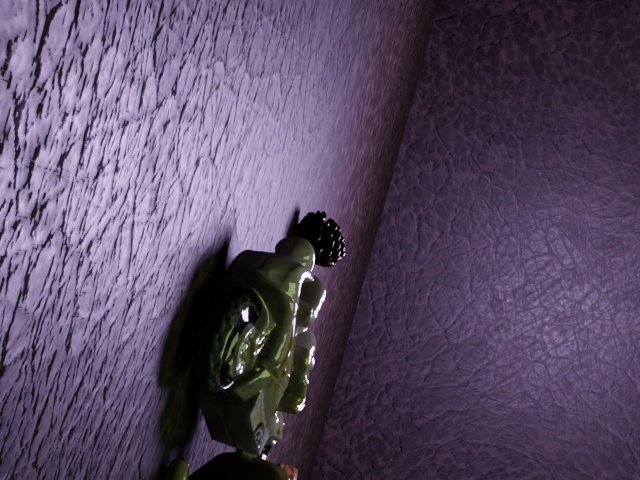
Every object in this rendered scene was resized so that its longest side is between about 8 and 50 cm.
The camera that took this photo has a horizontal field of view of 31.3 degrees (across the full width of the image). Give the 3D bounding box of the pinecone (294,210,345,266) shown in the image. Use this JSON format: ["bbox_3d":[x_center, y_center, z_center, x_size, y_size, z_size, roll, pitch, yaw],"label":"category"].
[{"bbox_3d":[0.000,0.000,1.621,0.077,0.083,0.077,-32,-137,35],"label":"pinecone"}]

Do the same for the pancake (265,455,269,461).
[{"bbox_3d":[-0.124,0.440,1.766,0.253,0.037,0.254,14,90,-84],"label":"pancake"}]

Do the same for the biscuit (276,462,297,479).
[{"bbox_3d":[-0.104,0.515,1.973,0.277,0.052,0.262,115,-7,-75],"label":"biscuit"}]

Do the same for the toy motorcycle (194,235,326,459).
[{"bbox_3d":[-0.059,0.108,1.222,0.341,0.107,0.223,82,27,-59],"label":"toy motorcycle"}]

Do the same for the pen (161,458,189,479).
[{"bbox_3d":[-0.172,0.325,1.107,0.040,0.032,0.234,37,64,-58],"label":"pen"}]

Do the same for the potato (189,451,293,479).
[{"bbox_3d":[-0.096,0.320,1.179,0.137,0.154,0.200,102,1,-76],"label":"potato"}]
